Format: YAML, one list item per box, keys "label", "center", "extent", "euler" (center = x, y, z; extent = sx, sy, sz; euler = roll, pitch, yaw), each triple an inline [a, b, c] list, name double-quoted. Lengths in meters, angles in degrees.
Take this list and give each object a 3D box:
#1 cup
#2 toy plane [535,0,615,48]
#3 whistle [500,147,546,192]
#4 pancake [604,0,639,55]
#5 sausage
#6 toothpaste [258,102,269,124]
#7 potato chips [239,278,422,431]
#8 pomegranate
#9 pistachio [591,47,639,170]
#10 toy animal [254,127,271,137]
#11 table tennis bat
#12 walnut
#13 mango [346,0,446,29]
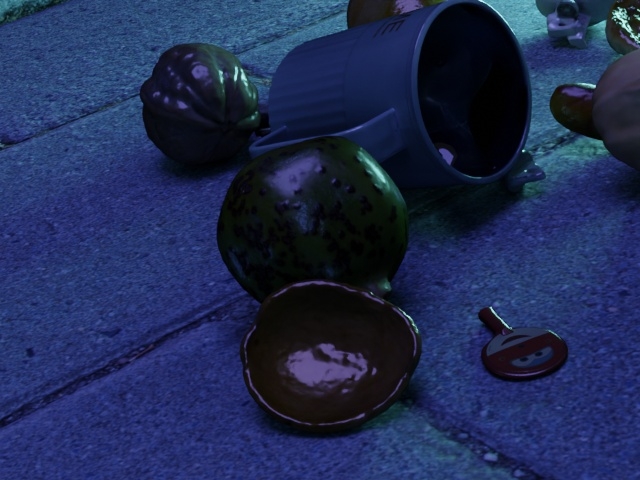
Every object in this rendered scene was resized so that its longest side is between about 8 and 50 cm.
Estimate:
- label: "cup"
  center: [0.094, -0.169, 1.885]
  extent: [0.311, 0.257, 0.331]
  euler: [-4, 51, 47]
- label: "toy plane"
  center: [0.518, -0.447, 2.433]
  extent: [0.244, 0.117, 0.245]
  euler: [-19, 39, 16]
- label: "whistle"
  center: [0.266, -0.147, 1.993]
  extent: [0.062, 0.062, 0.312]
  euler: [-16, 26, -5]
- label: "pancake"
  center: [0.632, -0.394, 2.263]
  extent: [0.282, 0.049, 0.282]
  euler: [-7, 47, 8]
- label: "sausage"
  center: [0.495, -0.197, 1.937]
  extent: [0.302, 0.103, 0.076]
  euler: [-5, -8, 11]
- label: "toothpaste"
  center: [-0.116, -0.236, 2.384]
  extent: [0.266, 0.061, 0.096]
  euler: [-1, 29, 39]
- label: "potato chips"
  center: [0.014, 0.136, 1.499]
  extent: [0.208, 0.062, 0.195]
  euler: [-18, 58, 2]
- label: "pomegranate"
  center: [0.000, 0.000, 1.632]
  extent: [0.254, 0.254, 0.270]
  euler: [-28, 71, -28]
- label: "pistachio"
  center: [0.531, -0.184, 1.771]
  extent: [0.318, 0.214, 0.193]
  euler: [-7, 69, 12]
- label: "toy animal"
  center: [0.003, -0.181, 2.172]
  extent: [0.269, 0.082, 0.137]
  euler: [-10, 22, 16]
- label: "table tennis bat"
  center: [0.226, 0.119, 1.521]
  extent: [0.098, 0.019, 0.155]
  euler: [-19, 29, -11]
- label: "walnut"
  center: [-0.210, -0.235, 2.242]
  extent: [0.224, 0.224, 0.224]
  euler: [-11, 25, 5]
- label: "mango"
  center: [0.160, -0.402, 2.426]
  extent: [0.221, 0.199, 0.384]
  euler: [-6, 39, 4]
